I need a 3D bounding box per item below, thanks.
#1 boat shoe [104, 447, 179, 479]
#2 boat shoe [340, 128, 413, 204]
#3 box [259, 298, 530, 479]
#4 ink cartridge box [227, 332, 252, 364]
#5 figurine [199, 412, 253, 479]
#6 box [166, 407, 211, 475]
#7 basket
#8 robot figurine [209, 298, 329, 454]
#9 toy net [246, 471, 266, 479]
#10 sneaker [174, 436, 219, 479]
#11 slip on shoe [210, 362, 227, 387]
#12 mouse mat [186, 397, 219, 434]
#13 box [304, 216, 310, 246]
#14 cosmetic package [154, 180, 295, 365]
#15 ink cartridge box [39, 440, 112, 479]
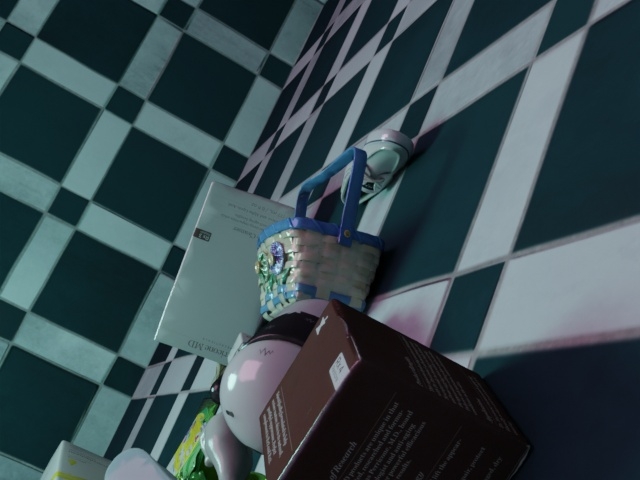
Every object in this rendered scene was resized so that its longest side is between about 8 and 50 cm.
[{"bbox_3d":[-0.234,0.508,1.433,0.136,0.156,0.367,-47,44,-16],"label":"boat shoe"},{"bbox_3d":[0.105,-0.131,1.616,0.258,0.095,0.084,126,164,-68],"label":"boat shoe"},{"bbox_3d":[0.067,0.197,0.862,0.167,0.203,0.168,-59,14,11],"label":"box"},{"bbox_3d":[-0.112,0.243,1.585,0.063,0.109,0.150,-63,14,8],"label":"ink cartridge box"},{"bbox_3d":[-0.095,0.337,1.298,0.215,0.092,0.209,-33,28,14],"label":"figurine"},{"bbox_3d":[-0.286,0.472,1.882,0.179,0.043,0.105,-61,18,9],"label":"box"},{"bbox_3d":[0.000,0.000,1.469,0.255,0.201,0.289,145,141,-62],"label":"basket"},{"bbox_3d":[-0.027,0.190,1.187,0.209,0.173,0.278,-50,-5,27],"label":"robot figurine"},{"bbox_3d":[-0.144,0.446,1.288,0.232,0.122,0.045,-86,3,-65],"label":"toy net"},{"bbox_3d":[-0.234,0.472,1.572,0.296,0.109,0.123,-64,11,-13],"label":"sneaker"},{"bbox_3d":[-0.225,0.317,1.984,0.041,0.051,0.135,-14,21,14],"label":"slip on shoe"},{"bbox_3d":[-0.293,0.450,2.030,0.189,0.007,0.153,-27,36,64],"label":"mouse mat"},{"bbox_3d":[-0.067,0.061,1.931,0.136,0.036,0.225,-51,18,35],"label":"box"},{"bbox_3d":[-0.217,0.079,1.925,0.156,0.217,0.385,171,117,-82],"label":"cosmetic package"},{"bbox_3d":[-0.487,0.618,1.836,0.160,0.279,0.384,-61,15,-2],"label":"ink cartridge box"}]
